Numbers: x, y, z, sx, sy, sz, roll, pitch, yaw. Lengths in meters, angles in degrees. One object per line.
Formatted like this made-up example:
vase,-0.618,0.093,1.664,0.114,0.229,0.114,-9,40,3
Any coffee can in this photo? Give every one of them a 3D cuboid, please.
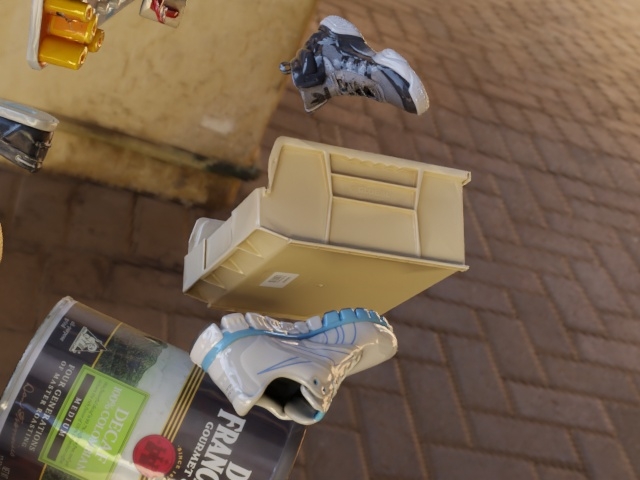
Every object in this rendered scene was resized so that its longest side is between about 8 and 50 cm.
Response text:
coffee can,-0.175,0.203,1.129,0.275,0.201,0.201,25,32,-2

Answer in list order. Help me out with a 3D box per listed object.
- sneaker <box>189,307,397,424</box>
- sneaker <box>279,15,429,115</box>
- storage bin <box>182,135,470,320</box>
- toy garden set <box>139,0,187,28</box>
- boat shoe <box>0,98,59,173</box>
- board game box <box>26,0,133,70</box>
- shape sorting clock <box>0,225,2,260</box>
sneaker,-0.007,0.103,0.853,0.191,0.071,0.083,-2,48,-41
sneaker,0.049,-0.253,1.825,0.153,0.101,0.268,-40,55,-11
storage bin,0.000,0.000,1.319,0.260,0.262,0.123,9,68,-23
toy garden set,-0.089,-0.253,0.862,0.049,0.203,0.244,18,26,-17
boat shoe,-0.449,-0.154,1.421,0.233,0.079,0.084,21,16,12
board game box,-0.170,-0.397,1.095,0.050,0.389,0.390,17,28,3
shape sorting clock,-0.536,0.018,1.568,0.040,0.206,0.206,19,25,35
